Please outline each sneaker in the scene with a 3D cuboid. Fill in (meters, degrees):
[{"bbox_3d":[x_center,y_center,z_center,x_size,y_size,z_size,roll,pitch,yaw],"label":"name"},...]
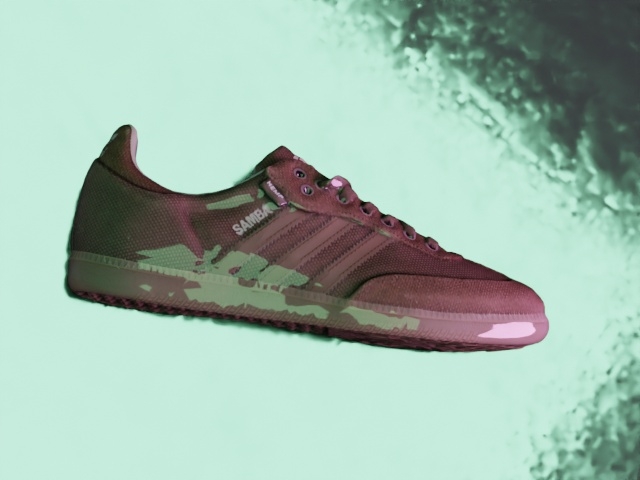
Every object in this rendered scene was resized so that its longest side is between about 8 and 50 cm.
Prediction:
[{"bbox_3d":[0.000,0.000,0.725,0.188,0.066,0.071,8,84,-9],"label":"sneaker"}]
